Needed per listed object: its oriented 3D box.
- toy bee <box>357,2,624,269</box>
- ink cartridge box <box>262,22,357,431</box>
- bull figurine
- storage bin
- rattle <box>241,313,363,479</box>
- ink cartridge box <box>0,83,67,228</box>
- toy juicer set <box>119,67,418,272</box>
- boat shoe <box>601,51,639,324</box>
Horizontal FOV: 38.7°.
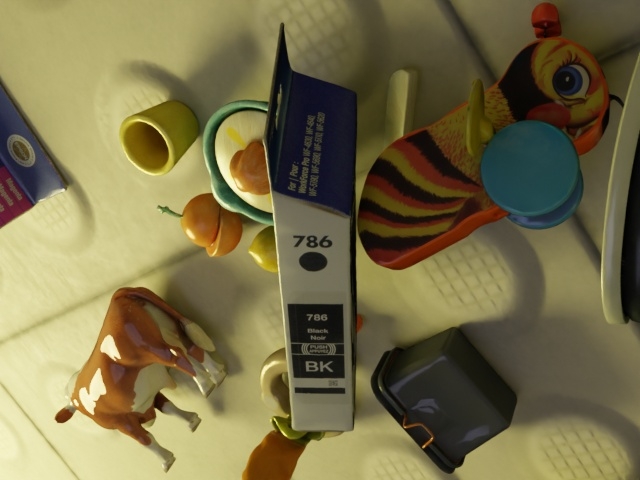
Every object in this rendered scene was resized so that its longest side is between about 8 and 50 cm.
[{"bbox_3d":[0.162,-0.089,0.711,0.195,0.298,0.162,100,156,-76],"label":"toy bee"},{"bbox_3d":[0.000,0.000,0.774,0.065,0.165,0.332,0,134,4],"label":"ink cartridge box"},{"bbox_3d":[-0.237,0.186,1.178,0.188,0.101,0.310,33,135,3],"label":"bull figurine"},{"bbox_3d":[0.131,0.160,0.936,0.135,0.098,0.091,48,123,-6],"label":"storage bin"},{"bbox_3d":[-0.029,0.176,1.016,0.130,0.143,0.199,51,142,17],"label":"rattle"},{"bbox_3d":[-0.518,-0.141,1.145,0.330,0.071,0.324,-18,110,41],"label":"ink cartridge box"},{"bbox_3d":[-0.040,-0.045,0.896,0.329,0.089,0.209,-1,120,32],"label":"toy juicer set"},{"bbox_3d":[0.255,-0.105,0.542,0.113,0.340,0.127,14,167,25],"label":"boat shoe"}]
